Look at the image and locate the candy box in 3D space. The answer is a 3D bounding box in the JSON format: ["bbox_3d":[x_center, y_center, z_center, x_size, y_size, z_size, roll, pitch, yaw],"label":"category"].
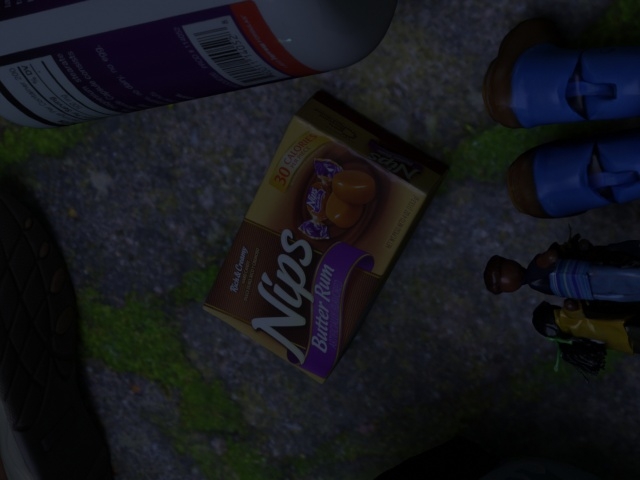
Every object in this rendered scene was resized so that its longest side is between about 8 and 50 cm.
[{"bbox_3d":[0.000,0.000,1.163,0.109,0.053,0.186,32,123,6],"label":"candy box"}]

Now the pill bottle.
[{"bbox_3d":[-0.123,-0.174,1.051,0.323,0.181,0.181,-8,112,28],"label":"pill bottle"}]

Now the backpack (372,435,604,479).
[{"bbox_3d":[0.154,0.290,1.062,0.355,0.290,0.273,50,123,17],"label":"backpack"}]

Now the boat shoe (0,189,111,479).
[{"bbox_3d":[-0.262,0.112,1.302,0.116,0.123,0.324,4,115,25],"label":"boat shoe"}]

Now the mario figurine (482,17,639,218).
[{"bbox_3d":[0.273,-0.084,0.980,0.321,0.170,0.198,0,152,36],"label":"mario figurine"}]

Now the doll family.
[{"bbox_3d":[0.175,0.036,1.037,0.111,0.076,0.193,8,151,25],"label":"doll family"}]
